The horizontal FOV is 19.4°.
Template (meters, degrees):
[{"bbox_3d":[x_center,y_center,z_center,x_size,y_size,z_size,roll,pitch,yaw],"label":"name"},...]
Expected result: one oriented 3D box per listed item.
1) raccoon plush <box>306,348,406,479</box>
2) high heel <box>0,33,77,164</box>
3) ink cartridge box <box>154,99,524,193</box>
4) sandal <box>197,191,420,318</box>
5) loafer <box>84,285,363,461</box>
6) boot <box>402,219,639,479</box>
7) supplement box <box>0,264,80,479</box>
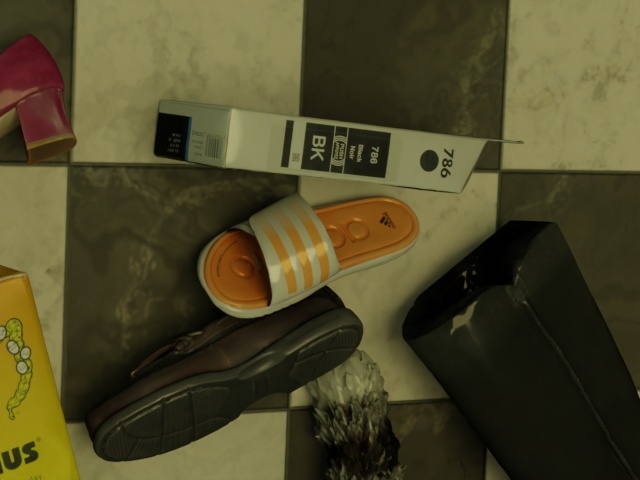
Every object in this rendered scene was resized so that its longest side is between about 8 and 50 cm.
[{"bbox_3d":[0.080,0.353,1.847,0.216,0.299,0.446,-23,106,-25],"label":"raccoon plush"},{"bbox_3d":[-0.349,-0.111,1.700,0.244,0.082,0.117,-18,72,-13],"label":"high heel"},{"bbox_3d":[0.019,-0.089,1.842,0.332,0.165,0.065,4,94,-28],"label":"ink cartridge box"},{"bbox_3d":[-0.005,-0.008,1.869,0.265,0.076,0.102,-21,64,-32],"label":"sandal"},{"bbox_3d":[-0.105,0.123,1.851,0.302,0.095,0.109,-23,146,-23],"label":"loafer"},{"bbox_3d":[0.221,0.250,1.984,0.367,0.146,0.445,-49,122,-35],"label":"boot"},{"bbox_3d":[-0.335,0.211,1.658,0.195,0.194,0.356,-19,104,-26],"label":"supplement box"}]
